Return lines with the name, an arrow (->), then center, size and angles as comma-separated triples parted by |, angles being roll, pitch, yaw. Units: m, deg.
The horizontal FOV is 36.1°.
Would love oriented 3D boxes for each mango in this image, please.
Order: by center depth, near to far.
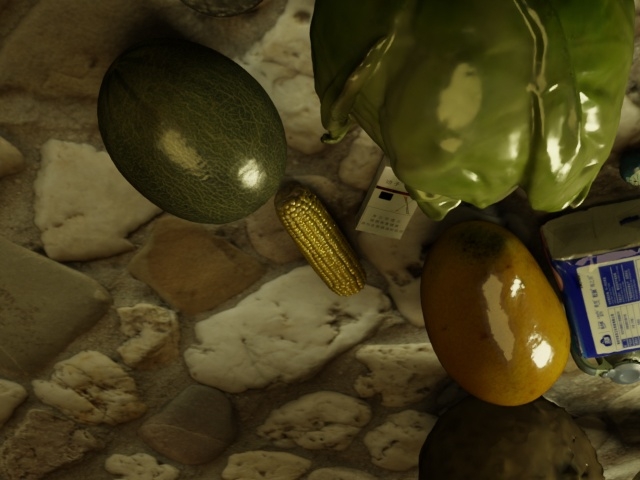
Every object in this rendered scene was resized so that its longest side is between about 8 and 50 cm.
mango -> 0.292, 0.119, 1.681 | 0.221, 0.264, 0.378 | -36, 132, -18

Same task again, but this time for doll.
doll -> 0.520, -0.114, 1.568 | 0.083, 0.051, 0.076 | -11, 152, 13

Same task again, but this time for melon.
melon -> -0.188, -0.160, 1.434 | 0.237, 0.238, 0.301 | -27, 128, 28

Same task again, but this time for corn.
corn -> 0.000, 0.000, 1.694 | 0.081, 0.081, 0.248 | -18, 132, 21

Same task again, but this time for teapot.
teapot -> 0.559, 0.210, 1.855 | 0.149, 0.108, 0.111 | 25, 130, -21

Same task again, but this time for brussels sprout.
brussels sprout -> 0.207, -0.244, 1.240 | 0.425, 0.343, 0.361 | 0, 144, -12

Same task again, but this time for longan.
longan -> 0.385, 0.485, 1.966 | 0.390, 0.391, 0.391 | 2, 136, 2

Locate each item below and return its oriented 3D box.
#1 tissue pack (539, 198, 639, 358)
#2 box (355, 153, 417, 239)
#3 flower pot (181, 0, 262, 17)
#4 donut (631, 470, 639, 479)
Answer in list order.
tissue pack -> 0.513, 0.066, 1.697 | 0.209, 0.137, 0.270 | -13, 130, 17
box -> 0.121, -0.072, 1.641 | 0.083, 0.040, 0.154 | 14, 136, -10
flower pot -> -0.124, -0.385, 1.261 | 0.235, 0.148, 0.235 | 3, 135, 3
donut -> 0.704, 0.544, 2.014 | 0.150, 0.371, 0.307 | 36, 167, 27
